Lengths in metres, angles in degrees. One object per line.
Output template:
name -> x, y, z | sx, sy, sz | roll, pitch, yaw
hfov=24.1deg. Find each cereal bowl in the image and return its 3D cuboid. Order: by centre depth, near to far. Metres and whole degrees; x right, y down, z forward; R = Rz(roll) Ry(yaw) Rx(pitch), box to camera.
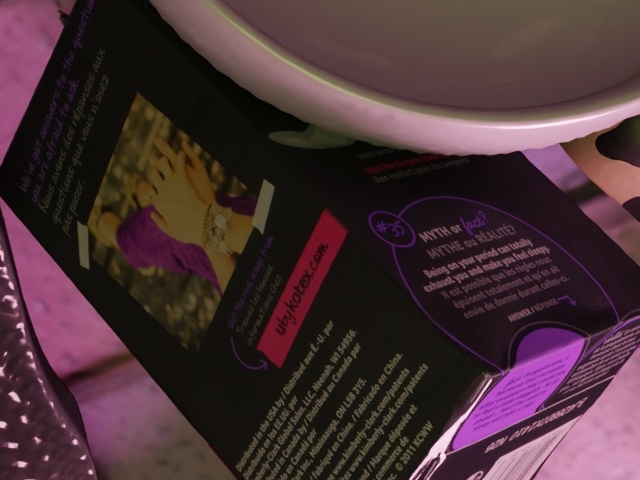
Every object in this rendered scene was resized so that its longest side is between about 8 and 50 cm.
cereal bowl -> 0.048, -0.193, 0.665 | 0.339, 0.141, 0.339 | 3, 78, -14

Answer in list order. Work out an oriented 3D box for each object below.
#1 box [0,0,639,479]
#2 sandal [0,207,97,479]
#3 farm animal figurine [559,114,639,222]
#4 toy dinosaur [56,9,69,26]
box -> 0.000, 0.000, 0.712 | 0.270, 0.165, 0.143 | 48, 125, 23
sandal -> -0.218, 0.075, 0.832 | 0.168, 0.107, 0.445 | -11, 141, -15
farm animal figurine -> 0.246, -0.019, 0.763 | 0.327, 0.172, 0.330 | 28, 113, -10
toy dinosaur -> -0.102, -0.134, 0.812 | 0.082, 0.047, 0.090 | -32, 143, 6
